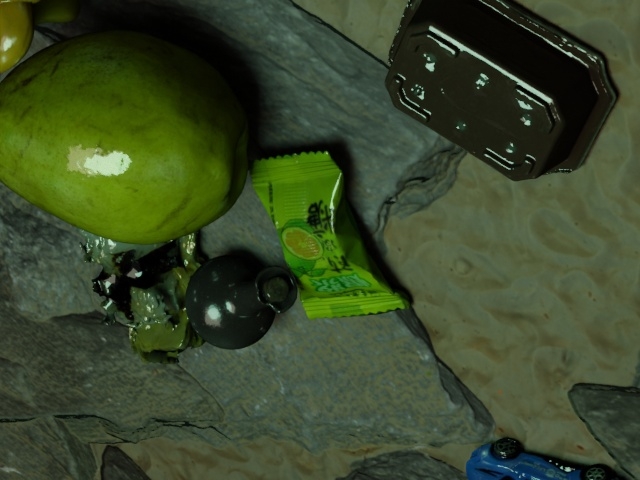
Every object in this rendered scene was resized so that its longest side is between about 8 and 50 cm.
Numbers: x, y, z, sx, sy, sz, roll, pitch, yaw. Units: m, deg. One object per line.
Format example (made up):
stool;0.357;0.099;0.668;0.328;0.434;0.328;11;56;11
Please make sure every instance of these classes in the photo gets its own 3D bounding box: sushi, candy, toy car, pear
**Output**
sushi;-0.221;0.028;2.304;0.139;0.131;0.291;4;117;37
candy;0.000;0.000;2.171;0.149;0.069;0.246;-6;119;35
toy car;0.274;0.313;2.214;0.216;0.063;0.103;13;129;27
pear;-0.236;-0.121;2.111;0.307;0.253;0.253;15;129;13

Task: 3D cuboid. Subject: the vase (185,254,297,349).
vase;-0.092;0.072;2.232;0.120;0.120;0.183;54;152;-11

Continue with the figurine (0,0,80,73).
figurine;-0.373;-0.314;2.099;0.215;0.215;0.228;27;138;16

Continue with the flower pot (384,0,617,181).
flower pot;0.175;-0.161;1.919;0.251;0.084;0.179;32;135;10
